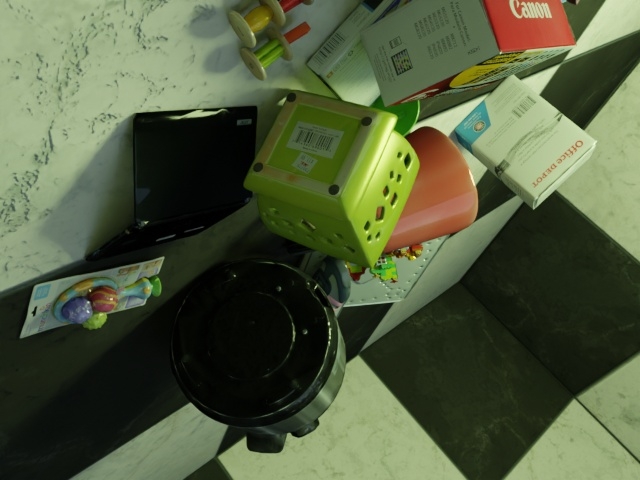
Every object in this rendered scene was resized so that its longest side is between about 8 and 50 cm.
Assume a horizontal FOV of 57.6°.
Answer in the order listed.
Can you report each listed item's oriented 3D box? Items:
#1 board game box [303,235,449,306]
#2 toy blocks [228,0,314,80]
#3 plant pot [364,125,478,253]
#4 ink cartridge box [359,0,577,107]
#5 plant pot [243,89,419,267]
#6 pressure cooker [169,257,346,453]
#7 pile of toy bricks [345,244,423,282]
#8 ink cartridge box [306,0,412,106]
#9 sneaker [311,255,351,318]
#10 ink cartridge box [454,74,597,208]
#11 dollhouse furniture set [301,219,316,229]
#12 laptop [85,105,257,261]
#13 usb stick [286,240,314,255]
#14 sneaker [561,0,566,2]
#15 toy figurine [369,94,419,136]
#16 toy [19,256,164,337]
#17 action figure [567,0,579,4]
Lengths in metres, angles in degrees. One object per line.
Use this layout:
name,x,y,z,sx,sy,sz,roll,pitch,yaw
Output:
board game box,0.130,0.069,1.672,0.390,0.050,0.390,-3,144,-20
toy blocks,-0.044,-0.303,0.795,0.148,0.054,0.123,-39,160,-10
plant pot,0.200,-0.103,1.404,0.243,0.275,0.275,-27,157,-15
ink cartridge box,0.269,-0.330,0.914,0.272,0.130,0.309,-16,-175,45
plant pot,0.016,-0.116,0.983,0.227,0.228,0.207,-65,157,-14
pressure cooker,-0.122,0.272,1.367,0.370,0.375,0.420,-42,160,-9
pile of toy bricks,0.171,0.061,1.510,0.212,0.105,0.118,-6,167,-14
ink cartridge box,0.094,-0.331,1.011,0.206,0.045,0.208,-46,159,9
sneaker,-0.007,0.154,1.571,0.131,0.112,0.319,-18,148,-23
ink cartridge box,0.571,-0.276,1.644,0.223,0.307,0.129,-44,160,6
dollhouse furniture set,0.006,-0.049,1.313,0.144,0.123,0.151,-33,158,-24
laptop,-0.238,-0.089,0.934,0.264,0.136,0.234,-25,175,42
usb stick,0.000,0.000,1.339,0.077,0.045,0.278,-32,-171,-24
sneaker,0.503,-0.560,1.312,0.209,0.069,0.082,-31,126,-8
toy figurine,0.122,-0.242,1.188,0.173,0.130,0.159,-24,174,13
toy,-0.380,0.110,1.012,0.237,0.056,0.137,-18,148,-50
action figure,0.507,-0.628,1.056,0.276,0.248,0.370,10,132,-32
